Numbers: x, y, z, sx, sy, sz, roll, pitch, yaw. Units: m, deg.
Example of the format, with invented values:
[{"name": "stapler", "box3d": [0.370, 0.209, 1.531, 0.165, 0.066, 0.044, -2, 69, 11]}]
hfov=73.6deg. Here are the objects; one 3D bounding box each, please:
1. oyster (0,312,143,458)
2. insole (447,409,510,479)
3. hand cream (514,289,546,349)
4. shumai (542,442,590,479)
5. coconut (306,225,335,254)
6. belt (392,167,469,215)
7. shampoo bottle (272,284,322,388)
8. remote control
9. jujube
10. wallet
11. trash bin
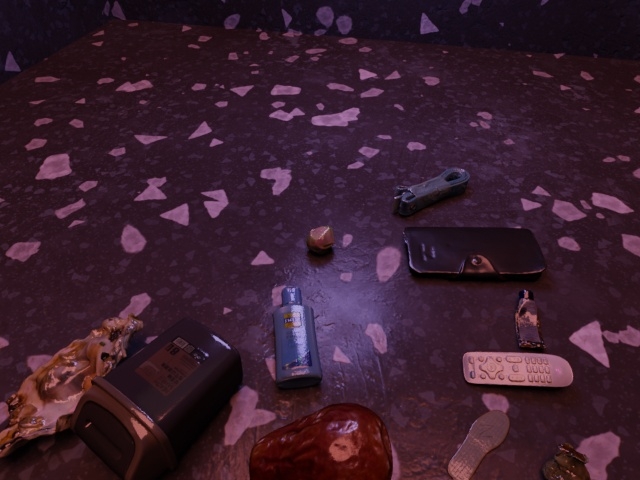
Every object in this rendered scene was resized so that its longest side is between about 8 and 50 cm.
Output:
[{"name": "oyster", "box3d": [-0.522, 0.308, 0.920, 0.354, 0.107, 0.201, -44, 38, -21]}, {"name": "insole", "box3d": [0.321, 0.410, 0.864, 0.188, 0.004, 0.064, -34, 53, -29]}, {"name": "hand cream", "box3d": [0.515, 0.197, 1.060, 0.062, 0.039, 0.163, 10, 51, 7]}, {"name": "shumai", "box3d": [0.467, 0.426, 0.794, 0.083, 0.080, 0.082, 19, 50, 16]}, {"name": "coconut", "box3d": [0.000, 0.000, 1.230, 0.082, 0.081, 0.083, -7, 9, 8]}, {"name": "belt", "box3d": [0.359, -0.163, 1.397, 0.303, 0.072, 0.087, -21, 52, -22]}, {"name": "shampoo bottle", "box3d": [-0.062, 0.219, 1.019, 0.104, 0.061, 0.258, -6, 45, -5]}, {"name": "remote control", "box3d": [0.438, 0.291, 0.959, 0.229, 0.044, 0.073, -2, 60, 10]}, {"name": "jujube", "box3d": [0.000, 0.390, 0.766, 0.256, 0.189, 0.189, -9, 44, 7]}, {"name": "wallet", "box3d": [0.425, 0.031, 1.215, 0.378, 0.051, 0.197, 1, 44, 4]}, {"name": "trash bin", "box3d": [-0.312, 0.310, 0.853, 0.210, 0.182, 0.290, 25, 45, 25]}]
